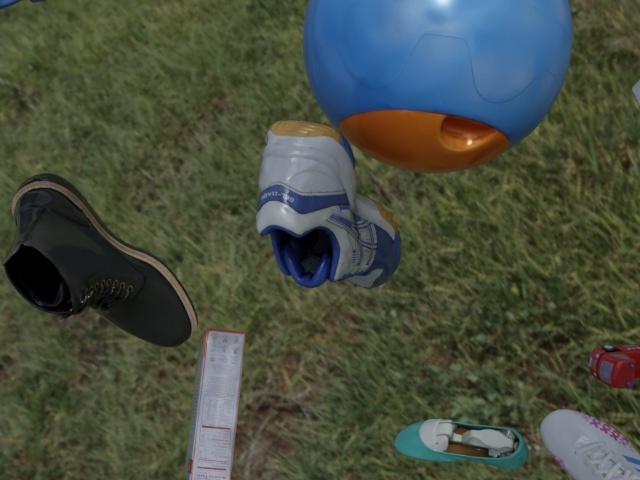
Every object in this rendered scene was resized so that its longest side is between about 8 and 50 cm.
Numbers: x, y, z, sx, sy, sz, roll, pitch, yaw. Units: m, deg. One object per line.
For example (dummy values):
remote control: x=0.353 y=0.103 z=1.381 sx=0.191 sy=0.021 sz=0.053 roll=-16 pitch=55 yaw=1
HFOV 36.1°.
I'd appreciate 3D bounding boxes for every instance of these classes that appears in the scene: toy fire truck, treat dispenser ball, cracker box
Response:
toy fire truck: x=0.486 y=0.182 z=1.351 sx=0.135 sy=0.192 sz=0.047 roll=-138 pitch=48 yaw=-69
treat dispenser ball: x=0.124 y=-0.217 z=1.064 sx=0.288 sy=0.288 sz=0.288 roll=-20 pitch=49 yaw=24
cracker box: x=-0.167 y=0.261 z=1.548 sx=0.156 sy=0.067 sz=0.232 roll=142 pitch=135 yaw=-76

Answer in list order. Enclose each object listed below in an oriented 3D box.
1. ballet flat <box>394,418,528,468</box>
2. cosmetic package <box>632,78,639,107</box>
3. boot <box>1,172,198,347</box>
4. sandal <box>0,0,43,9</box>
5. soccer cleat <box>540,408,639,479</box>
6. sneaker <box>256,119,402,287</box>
ballet flat: x=0.261 y=0.364 z=1.813 sx=0.248 sy=0.087 sz=0.083 roll=6 pitch=52 yaw=9
cosmetic package: x=0.442 y=-0.081 z=0.708 sx=0.155 sy=0.366 sz=0.196 roll=120 pitch=142 yaw=-58
boot: x=-0.182 y=0.048 z=0.806 sx=0.077 sy=0.198 sz=0.137 roll=-43 pitch=24 yaw=12
sandal: x=-0.180 y=-0.225 z=0.638 sx=0.138 sy=0.126 sz=0.317 roll=-15 pitch=36 yaw=10
soccer cleat: x=0.515 y=0.408 z=1.670 sx=0.331 sy=0.143 sz=0.116 roll=41 pitch=96 yaw=18
sneaker: x=0.000 y=0.000 z=1.032 sx=0.112 sy=0.296 sz=0.130 roll=3 pitch=65 yaw=25
